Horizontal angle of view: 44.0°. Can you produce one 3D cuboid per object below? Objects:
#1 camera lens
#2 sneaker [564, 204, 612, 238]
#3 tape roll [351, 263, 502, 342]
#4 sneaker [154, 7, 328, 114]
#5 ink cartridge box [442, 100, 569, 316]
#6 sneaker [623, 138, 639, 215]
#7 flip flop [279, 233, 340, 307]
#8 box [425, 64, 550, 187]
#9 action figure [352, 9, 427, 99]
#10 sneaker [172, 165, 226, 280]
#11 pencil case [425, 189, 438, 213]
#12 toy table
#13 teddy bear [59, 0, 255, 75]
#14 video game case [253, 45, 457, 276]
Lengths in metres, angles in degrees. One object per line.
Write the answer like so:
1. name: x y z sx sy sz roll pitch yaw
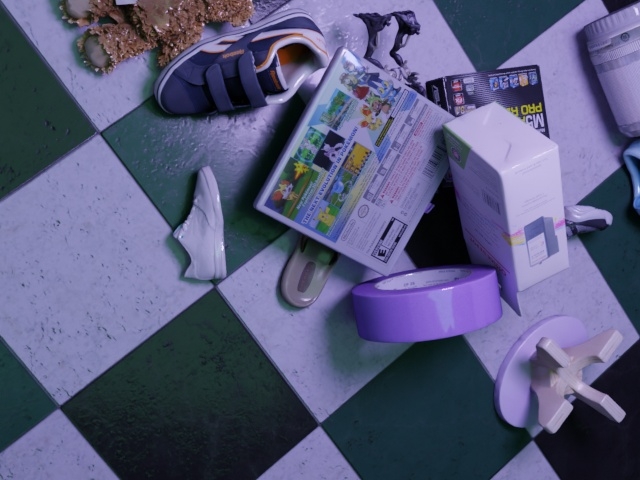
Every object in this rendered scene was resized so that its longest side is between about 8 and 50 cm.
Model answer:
1. camera lens: 0.702 -0.367 1.668 0.219 0.219 0.274 -27 98 -15
2. sneaker: 0.489 0.000 1.683 0.269 0.101 0.153 1 93 -13
3. tape roll: 0.199 0.114 1.496 0.275 0.275 0.090 -12 95 -18
4. sneaker: -0.138 -0.298 1.406 0.321 0.127 0.126 -28 143 -1
5. ink cartridge box: 0.350 -0.053 1.472 0.119 0.207 0.353 -25 129 -8
6. sneaker: 0.767 -0.059 1.760 0.150 0.135 0.365 -21 87 -15
7. flip flop: 0.000 0.000 1.526 0.112 0.080 0.277 22 88 -15
8. box: 0.349 -0.236 1.614 0.270 0.060 0.216 -13 96 -31
9. action figure: 0.129 -0.300 1.530 0.164 0.141 0.275 -12 112 -25
10. sneaker: -0.226 -0.030 1.458 0.094 0.080 0.212 -4 95 -6
11. pencil case: 0.131 -0.118 1.562 0.206 0.088 0.086 33 97 -15
12. toy table: 0.507 0.286 1.667 0.252 0.161 0.274 32 82 -17
13. teddy bear: -0.289 -0.423 1.412 0.338 0.113 0.245 -39 98 -5
14. video game case: 0.080 -0.138 1.461 0.300 0.036 0.329 28 94 -22
